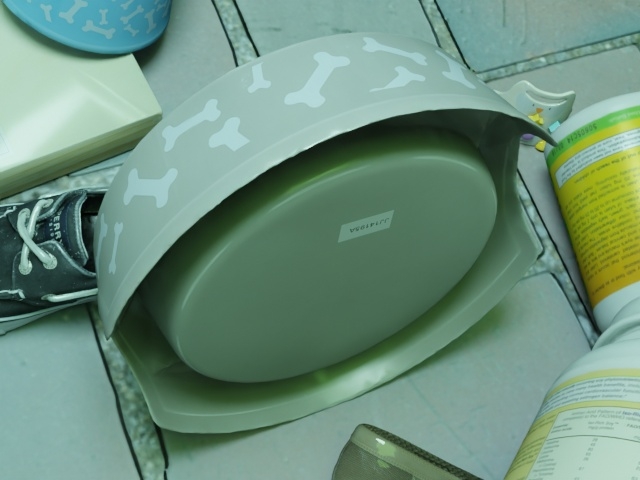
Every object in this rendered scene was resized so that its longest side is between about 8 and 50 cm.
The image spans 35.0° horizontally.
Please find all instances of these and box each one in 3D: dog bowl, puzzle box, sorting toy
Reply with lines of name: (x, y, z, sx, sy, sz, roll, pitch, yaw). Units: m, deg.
dog bowl: (-0.192, -0.302, 0.916, 0.165, 0.074, 0.297, 19, 51, -19)
puzzle box: (-0.376, -0.136, 0.866, 0.408, 0.052, 0.272, -23, 73, -18)
sorting toy: (0.201, -0.124, 0.950, 0.083, 0.075, 0.045, 12, 65, -4)
dog bowl: (0.000, 0.000, 0.726, 0.348, 0.349, 0.102, -19, 58, -17)

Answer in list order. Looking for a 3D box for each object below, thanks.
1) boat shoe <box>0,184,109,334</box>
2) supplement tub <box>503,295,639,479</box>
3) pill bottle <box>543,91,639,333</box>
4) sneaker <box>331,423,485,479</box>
boat shoe: (-0.203, 0.006, 0.806, 0.301, 0.102, 0.108, -3, 67, -12)
supplement tub: (0.225, 0.216, 0.661, 0.241, 0.241, 0.331, 33, 58, 5)
pill bottle: (0.290, 0.008, 0.874, 0.136, 0.136, 0.246, -7, 68, -13)
sneaker: (0.096, 0.215, 0.801, 0.188, 0.066, 0.071, 29, 91, 0)
